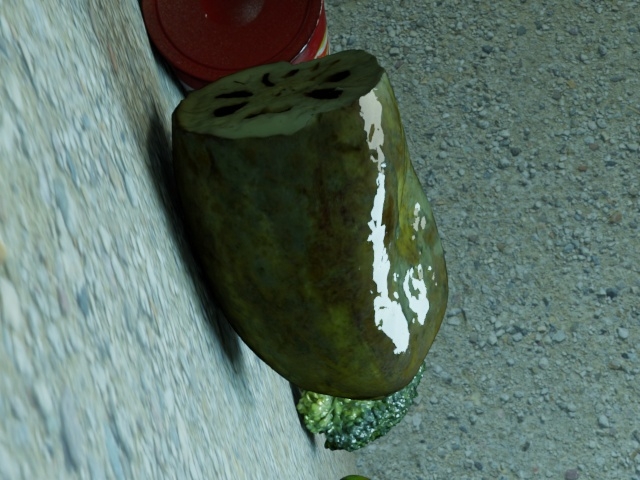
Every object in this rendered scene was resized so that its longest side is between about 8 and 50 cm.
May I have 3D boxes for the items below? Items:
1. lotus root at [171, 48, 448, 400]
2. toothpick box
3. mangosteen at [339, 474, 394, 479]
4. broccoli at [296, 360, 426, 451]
[{"bbox_3d":[0.000,0.000,0.933,0.250,0.250,0.346,-105,175,-60],"label":"lotus root"},{"bbox_3d":[-0.088,-0.244,1.206,0.333,0.204,0.204,67,6,-81],"label":"toothpick box"},{"bbox_3d":[0.097,0.441,1.493,0.184,0.172,0.172,54,2,-3],"label":"mangosteen"},{"bbox_3d":[0.029,0.225,1.578,0.243,0.263,0.247,49,-38,9],"label":"broccoli"}]
